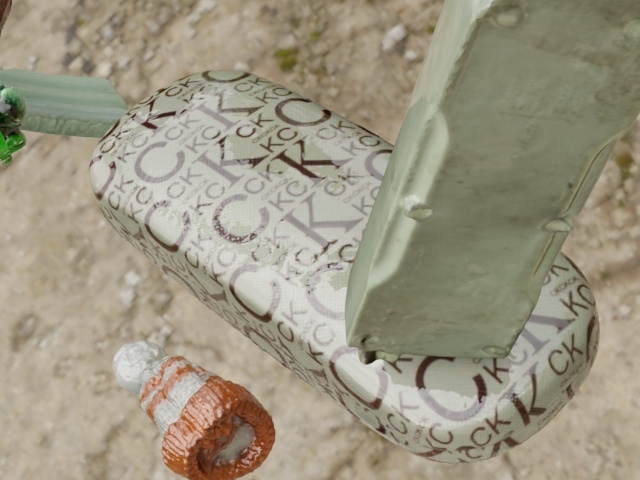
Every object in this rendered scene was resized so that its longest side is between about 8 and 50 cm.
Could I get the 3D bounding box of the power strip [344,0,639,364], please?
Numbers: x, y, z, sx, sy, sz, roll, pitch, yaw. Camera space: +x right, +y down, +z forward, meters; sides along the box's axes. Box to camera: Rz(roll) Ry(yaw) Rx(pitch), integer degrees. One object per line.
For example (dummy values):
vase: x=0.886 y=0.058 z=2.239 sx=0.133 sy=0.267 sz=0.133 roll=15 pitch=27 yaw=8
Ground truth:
power strip: x=0.066 y=-0.028 z=0.499 sx=0.080 sy=0.286 sz=0.048 roll=4 pitch=60 yaw=-6

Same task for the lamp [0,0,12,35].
lamp: x=-0.379 y=-0.240 z=1.136 sx=0.227 sy=0.227 sz=0.227 roll=-23 pitch=42 yaw=23

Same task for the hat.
hat: x=-0.120 y=0.134 z=1.090 sx=0.093 sy=0.112 sz=0.162 roll=-43 pitch=52 yaw=-5

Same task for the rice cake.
rice cake: x=-0.342 y=-0.172 z=1.546 sx=0.127 sy=0.237 sz=0.043 roll=49 pitch=121 yaw=40

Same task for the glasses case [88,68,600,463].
glasses case: x=0.000 y=0.000 z=0.729 sx=0.137 sy=0.085 sz=0.355 roll=-42 pitch=51 yaw=-19

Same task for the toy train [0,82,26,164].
toy train: x=-0.334 y=-0.059 z=0.935 sx=0.251 sy=0.085 sz=0.119 roll=-16 pitch=19 yaw=24
